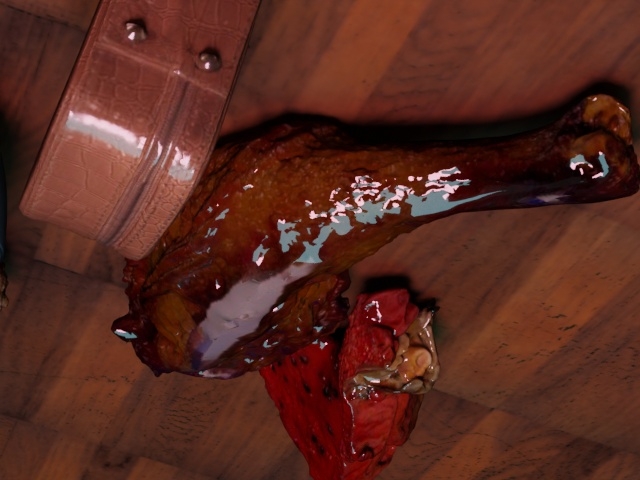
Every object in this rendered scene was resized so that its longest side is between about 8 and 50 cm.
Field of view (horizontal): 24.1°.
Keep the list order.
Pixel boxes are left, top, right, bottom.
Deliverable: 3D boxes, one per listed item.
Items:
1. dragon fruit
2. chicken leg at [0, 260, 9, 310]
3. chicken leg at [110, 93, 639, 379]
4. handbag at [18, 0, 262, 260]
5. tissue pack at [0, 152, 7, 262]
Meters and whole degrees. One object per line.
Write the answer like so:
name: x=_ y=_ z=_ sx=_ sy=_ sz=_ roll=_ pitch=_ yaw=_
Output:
dragon fruit: x=0.034 y=0.085 z=1.054 sx=0.092 sy=0.122 sz=0.192 roll=-21 pitch=151 yaw=-26
chicken leg: x=-0.307 y=0.019 z=1.031 sx=0.198 sy=0.069 sz=0.085 roll=14 pitch=168 yaw=8
chicken leg: x=0.000 y=0.000 z=0.899 sx=0.158 sy=0.096 sz=0.407 roll=33 pitch=139 yaw=-32
handbag: x=-0.076 y=-0.090 z=0.705 sx=0.072 sy=0.193 sz=0.151 roll=21 pitch=149 yaw=-12
tissue pack: x=-0.329 y=-0.023 z=0.871 sx=0.287 sy=0.206 sz=0.198 roll=21 pitch=153 yaw=-12
